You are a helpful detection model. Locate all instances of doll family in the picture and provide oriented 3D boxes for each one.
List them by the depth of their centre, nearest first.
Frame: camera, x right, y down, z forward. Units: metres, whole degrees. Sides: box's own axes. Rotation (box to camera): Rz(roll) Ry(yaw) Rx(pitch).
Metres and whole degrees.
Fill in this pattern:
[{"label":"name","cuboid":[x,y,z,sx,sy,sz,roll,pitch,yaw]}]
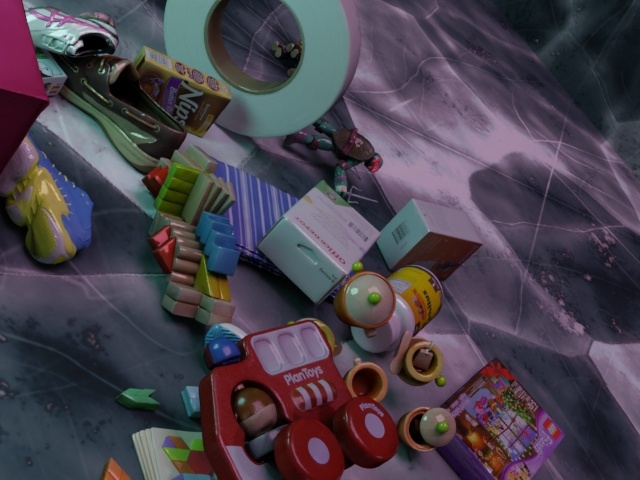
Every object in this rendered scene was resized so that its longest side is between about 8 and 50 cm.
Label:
[{"label":"doll family","cuboid":[-0.023,-0.405,2.479,0.111,0.076,0.193,-1,57,-54]}]

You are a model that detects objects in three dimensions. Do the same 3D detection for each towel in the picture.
[{"label":"towel","cuboid":[-0.080,-0.014,1.986,0.336,0.040,0.243,26,33,-29]}]

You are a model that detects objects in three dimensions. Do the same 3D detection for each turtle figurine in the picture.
[{"label":"turtle figurine","cuboid":[0.046,-0.188,2.259,0.234,0.118,0.175,31,33,-8]}]

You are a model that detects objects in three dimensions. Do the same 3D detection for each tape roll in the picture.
[{"label":"tape roll","cuboid":[-0.116,-0.388,2.051,0.392,0.392,0.072,42,31,-2]}]

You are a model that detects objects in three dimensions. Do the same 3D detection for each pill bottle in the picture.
[{"label":"pill bottle","cuboid":[0.138,0.129,1.969,0.117,0.117,0.215,47,32,7]}]

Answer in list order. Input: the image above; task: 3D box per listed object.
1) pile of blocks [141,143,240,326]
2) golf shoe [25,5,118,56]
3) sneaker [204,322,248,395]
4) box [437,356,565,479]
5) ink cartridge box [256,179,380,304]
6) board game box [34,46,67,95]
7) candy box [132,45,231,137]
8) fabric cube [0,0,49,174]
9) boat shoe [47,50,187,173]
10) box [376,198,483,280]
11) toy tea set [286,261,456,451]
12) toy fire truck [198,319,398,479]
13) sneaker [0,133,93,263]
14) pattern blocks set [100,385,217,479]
[{"label":"pile of blocks","cuboid":[-0.217,-0.024,1.727,0.113,0.149,0.362,15,41,-38]},{"label":"golf shoe","cuboid":[-0.433,-0.347,1.803,0.186,0.067,0.086,-3,43,-18]},{"label":"sneaker","cuboid":[-0.087,0.208,1.666,0.229,0.087,0.092,44,24,-12]},{"label":"box","cuboid":[0.320,0.349,1.964,0.201,0.057,0.293,49,32,9]},{"label":"ink cartridge box","cuboid":[0.000,0.000,1.931,0.154,0.093,0.212,43,26,0]},{"label":"board game box","cuboid":[-0.589,-0.364,1.809,0.305,0.053,0.193,51,32,13]},{"label":"candy box","cuboid":[-0.273,-0.276,2.004,0.187,0.109,0.053,20,38,-31]},{"label":"fabric cube","cuboid":[-0.561,-0.226,1.486,0.259,0.254,0.258,11,43,-41]},{"label":"boat shoe","cuboid":[-0.366,-0.276,1.886,0.342,0.123,0.123,48,32,8]},{"label":"box","cuboid":[0.223,0.000,2.205,0.170,0.130,0.091,11,43,-40]},{"label":"toy tea set","cuboid":[0.112,0.200,1.777,0.336,0.124,0.200,41,72,-7]},{"label":"toy fire truck","cuboid":[-0.056,0.243,1.493,0.302,0.169,0.254,-9,64,-51]},{"label":"sneaker","cuboid":[-0.420,-0.076,1.622,0.126,0.091,0.240,-7,73,-64]},{"label":"pattern blocks set","cuboid":[-0.171,0.336,1.464,0.285,0.026,0.325,1,51,-48]}]
